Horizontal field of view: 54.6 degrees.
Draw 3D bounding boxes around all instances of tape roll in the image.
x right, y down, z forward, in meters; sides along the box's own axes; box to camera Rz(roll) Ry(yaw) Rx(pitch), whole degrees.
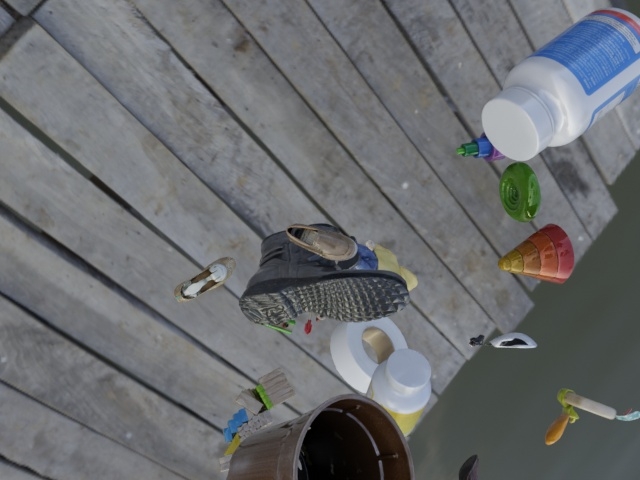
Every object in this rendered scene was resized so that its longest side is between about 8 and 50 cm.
[{"bbox_3d":[0.175,0.386,2.175,0.286,0.286,0.100,14,141,-33],"label":"tape roll"}]

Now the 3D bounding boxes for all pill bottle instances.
[{"bbox_3d":[0.320,-0.201,0.813,0.222,0.124,0.124,-36,122,-19],"label":"pill bottle"},{"bbox_3d":[0.133,0.269,1.080,0.103,0.103,0.184,-16,143,-23],"label":"pill bottle"}]

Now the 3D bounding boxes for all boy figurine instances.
[{"bbox_3d":[0.169,0.078,1.788,0.092,0.177,0.285,-37,137,29],"label":"boy figurine"}]

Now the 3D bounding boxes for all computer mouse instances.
[{"bbox_3d":[0.534,0.290,1.810,0.106,0.193,0.042,11,77,-56],"label":"computer mouse"}]

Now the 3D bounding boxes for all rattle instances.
[{"bbox_3d":[0.647,0.437,1.463,0.200,0.130,0.142,25,66,-22],"label":"rattle"}]

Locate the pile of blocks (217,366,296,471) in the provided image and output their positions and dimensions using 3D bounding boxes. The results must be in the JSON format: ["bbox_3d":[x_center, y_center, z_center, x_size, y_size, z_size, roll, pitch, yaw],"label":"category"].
[{"bbox_3d":[-0.228,0.576,1.996,0.149,0.112,0.362,36,63,5],"label":"pile of blocks"}]

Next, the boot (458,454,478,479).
[{"bbox_3d":[0.316,0.490,1.198,0.114,0.037,0.106,43,50,-5],"label":"boot"}]

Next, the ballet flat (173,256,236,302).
[{"bbox_3d":[-0.329,0.117,1.801,0.206,0.067,0.073,-36,100,-16],"label":"ballet flat"}]

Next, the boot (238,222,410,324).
[{"bbox_3d":[0.013,0.045,1.215,0.339,0.222,0.118,-2,129,17],"label":"boot"}]

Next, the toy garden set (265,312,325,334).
[{"bbox_3d":[-0.042,0.158,1.774,0.204,0.049,0.244,22,90,-23],"label":"toy garden set"}]

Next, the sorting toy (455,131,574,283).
[{"bbox_3d":[0.369,-0.069,1.255,0.126,0.365,0.127,-11,152,-13],"label":"sorting toy"}]

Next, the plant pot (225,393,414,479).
[{"bbox_3d":[-0.012,0.268,0.692,0.167,0.165,0.166,19,59,-35],"label":"plant pot"}]

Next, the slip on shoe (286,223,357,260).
[{"bbox_3d":[0.000,0.000,1.120,0.051,0.136,0.041,-67,161,-3],"label":"slip on shoe"}]
